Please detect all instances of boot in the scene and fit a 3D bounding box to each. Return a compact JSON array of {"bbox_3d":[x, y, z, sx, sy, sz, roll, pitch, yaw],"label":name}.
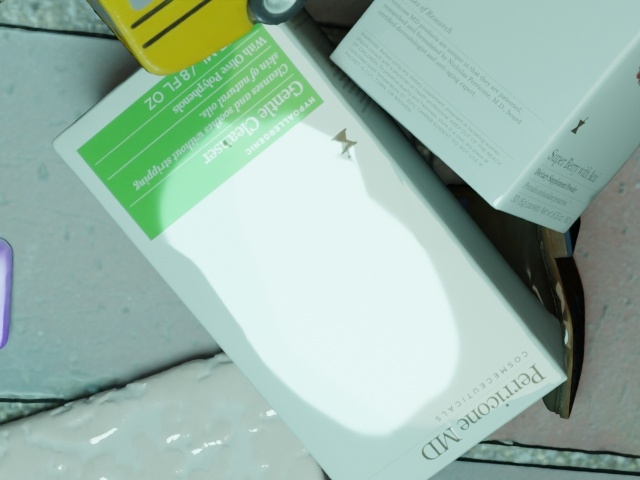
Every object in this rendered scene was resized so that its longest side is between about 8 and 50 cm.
[{"bbox_3d":[0.160,0.044,1.321,0.106,0.082,0.219,1,111,17],"label":"boot"}]

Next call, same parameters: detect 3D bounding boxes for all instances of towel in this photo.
[{"bbox_3d":[-0.140,0.269,1.283,0.332,0.053,0.317,-18,70,2],"label":"towel"}]

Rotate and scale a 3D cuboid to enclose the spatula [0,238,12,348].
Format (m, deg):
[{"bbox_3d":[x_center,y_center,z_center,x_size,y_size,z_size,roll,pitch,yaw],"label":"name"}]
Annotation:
[{"bbox_3d":[-0.294,0.145,1.285,0.084,0.030,0.296,2,80,-4],"label":"spatula"}]

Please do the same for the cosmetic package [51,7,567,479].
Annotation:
[{"bbox_3d":[0.000,0.000,1.209,0.197,0.155,0.365,-39,95,12],"label":"cosmetic package"}]

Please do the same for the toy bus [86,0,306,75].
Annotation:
[{"bbox_3d":[-0.015,-0.251,1.053,0.332,0.108,0.130,-38,143,-5],"label":"toy bus"}]

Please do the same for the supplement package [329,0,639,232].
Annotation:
[{"bbox_3d":[0.186,-0.176,1.154,0.175,0.177,0.293,44,103,22],"label":"supplement package"}]
